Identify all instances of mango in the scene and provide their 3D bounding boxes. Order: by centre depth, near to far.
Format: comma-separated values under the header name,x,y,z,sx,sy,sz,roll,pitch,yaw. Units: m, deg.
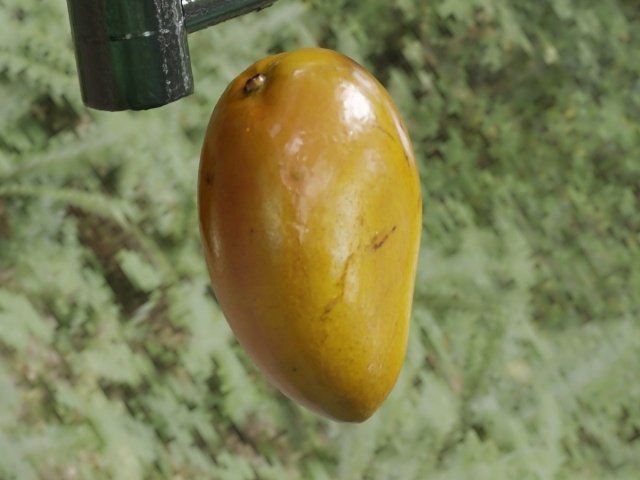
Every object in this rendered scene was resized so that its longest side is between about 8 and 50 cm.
name,x,y,z,sx,sy,sz,roll,pitch,yaw
mango,0.000,0.000,1.059,0.145,0.112,0.219,-15,97,-48

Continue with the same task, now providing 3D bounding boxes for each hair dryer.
name,x,y,z,sx,sy,sz,roll,pitch,yaw
hair dryer,-0.141,-0.285,1.878,0.302,0.116,0.244,-28,119,-51
